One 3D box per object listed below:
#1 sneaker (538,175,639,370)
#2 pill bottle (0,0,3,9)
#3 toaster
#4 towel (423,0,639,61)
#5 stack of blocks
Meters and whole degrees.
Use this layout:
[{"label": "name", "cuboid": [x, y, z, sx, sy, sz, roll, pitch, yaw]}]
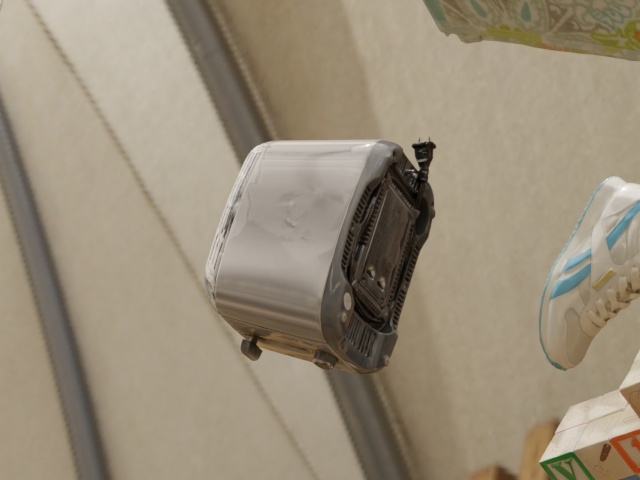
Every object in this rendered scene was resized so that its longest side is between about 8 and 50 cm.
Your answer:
[{"label": "sneaker", "cuboid": [0.319, 0.042, 1.724, 0.092, 0.229, 0.087, 22, -4, 38]}, {"label": "pill bottle", "cuboid": [-0.463, -0.190, 1.191, 0.392, 0.224, 0.224, 22, -39, -18]}, {"label": "toaster", "cuboid": [0.000, 0.000, 1.319, 0.146, 0.227, 0.129, 6, -23, 30]}, {"label": "towel", "cuboid": [0.199, -0.349, 1.583, 0.320, 0.090, 0.374, 14, -36, 44]}, {"label": "stack of blocks", "cuboid": [0.338, 0.163, 1.346, 0.297, 0.087, 0.171, -28, -76, 44]}]
